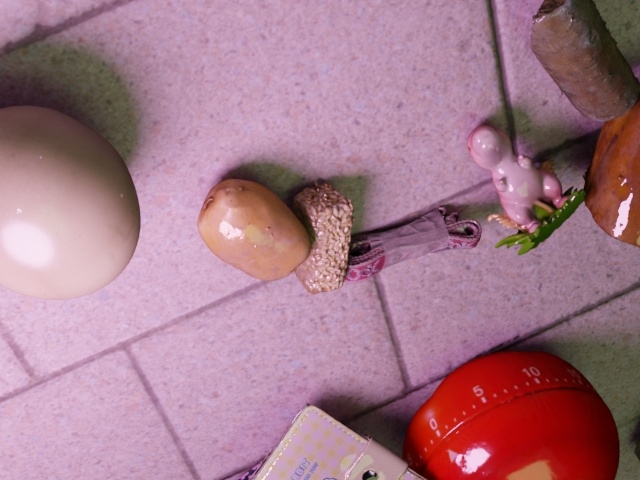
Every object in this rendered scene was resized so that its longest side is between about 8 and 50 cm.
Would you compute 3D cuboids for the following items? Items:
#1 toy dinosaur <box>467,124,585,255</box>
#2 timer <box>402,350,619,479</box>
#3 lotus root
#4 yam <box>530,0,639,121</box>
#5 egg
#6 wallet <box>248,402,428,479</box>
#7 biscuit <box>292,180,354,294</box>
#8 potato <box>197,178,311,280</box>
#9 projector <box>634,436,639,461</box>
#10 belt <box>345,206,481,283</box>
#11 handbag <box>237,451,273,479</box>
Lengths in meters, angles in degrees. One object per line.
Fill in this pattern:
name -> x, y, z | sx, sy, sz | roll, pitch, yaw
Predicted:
toy dinosaur -> 0.279, -0.076, 1.825 | 0.152, 0.177, 0.194 | -45, 163, 8
timer -> 0.333, 0.379, 2.144 | 0.378, 0.279, 0.378 | -15, 136, -15
lotus root -> 0.552, -0.122, 1.858 | 0.316, 0.316, 0.250 | -2, 116, -25
yam -> 0.358, -0.266, 1.712 | 0.106, 0.106, 0.259 | -39, 134, 9
egg -> -0.333, -0.043, 1.476 | 0.219, 0.219, 0.269 | -28, 135, -2
wallet -> 0.046, 0.428, 2.002 | 0.309, 0.077, 0.223 | 35, 87, -3
biscuit -> 0.000, 0.000, 1.775 | 0.070, 0.082, 0.168 | -22, 137, -28
potato -> -0.091, -0.012, 1.700 | 0.118, 0.109, 0.178 | -46, 120, 7
projector -> 0.773, 0.389, 2.505 | 0.270, 0.088, 0.193 | -7, 132, -21
belt -> 0.128, 0.005, 1.862 | 0.232, 0.071, 0.053 | -14, 140, -11
handbag -> -0.066, 0.472, 2.128 | 0.229, 0.127, 0.208 | -40, 132, -4
